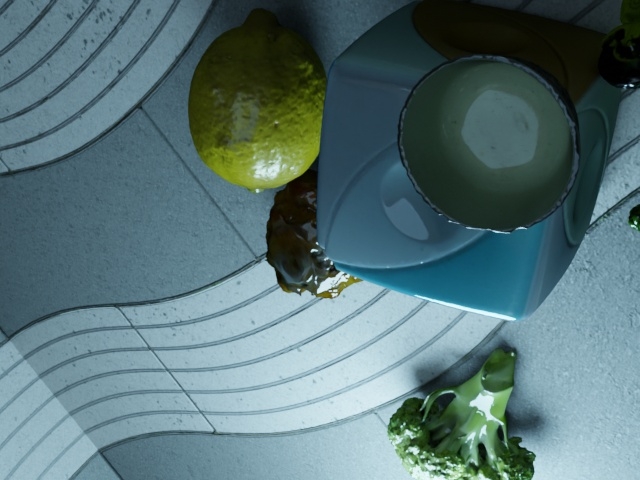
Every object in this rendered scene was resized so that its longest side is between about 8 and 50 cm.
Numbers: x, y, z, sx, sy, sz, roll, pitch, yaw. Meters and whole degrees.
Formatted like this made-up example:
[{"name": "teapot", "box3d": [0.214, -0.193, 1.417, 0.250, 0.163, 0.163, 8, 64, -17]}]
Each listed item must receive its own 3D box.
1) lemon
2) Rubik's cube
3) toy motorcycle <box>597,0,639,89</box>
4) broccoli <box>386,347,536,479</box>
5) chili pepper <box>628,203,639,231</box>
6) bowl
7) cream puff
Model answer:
[{"name": "lemon", "box3d": [-0.103, -0.231, 1.657, 0.245, 0.245, 0.319, 17, 117, 26]}, {"name": "Rubik's cube", "box3d": [0.217, -0.128, 1.417, 0.352, 0.347, 0.351, 19, 125, 21]}, {"name": "toy motorcycle", "box3d": [0.520, -0.296, 1.225, 0.343, 0.206, 0.142, -10, 150, 24]}, {"name": "broccoli", "box3d": [0.278, 0.383, 1.832, 0.254, 0.186, 0.302, 55, 139, 2]}, {"name": "chili pepper", "box3d": [0.540, 0.017, 1.499, 0.073, 0.050, 0.182, -23, 107, 35]}, {"name": "bowl", "box3d": [0.206, -0.125, 1.131, 0.212, 0.112, 0.211, 12, 119, 23]}, {"name": "cream puff", "box3d": [0.000, 0.000, 1.797, 0.241, 0.155, 0.269, 43, 132, 3]}]
